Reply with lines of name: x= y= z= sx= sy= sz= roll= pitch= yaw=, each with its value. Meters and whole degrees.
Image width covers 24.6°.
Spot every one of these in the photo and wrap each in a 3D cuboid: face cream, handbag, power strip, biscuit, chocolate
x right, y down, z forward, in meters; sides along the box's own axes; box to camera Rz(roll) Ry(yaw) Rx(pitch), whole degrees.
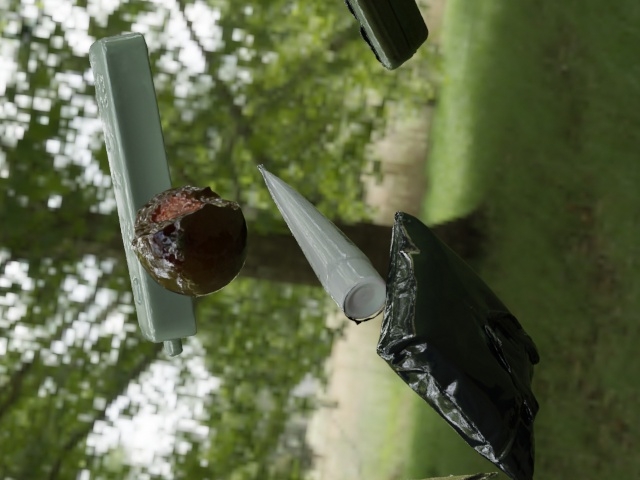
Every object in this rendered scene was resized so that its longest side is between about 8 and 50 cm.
face cream: x=0.000 y=0.000 z=1.651 sx=0.092 sy=0.058 sz=0.244 roll=50 pitch=-179 yaw=-42
handbag: x=0.138 y=0.102 z=1.425 sx=0.088 sy=0.211 sz=0.254 roll=-38 pitch=20 yaw=23
power strip: x=-0.209 y=-0.050 z=1.743 sx=0.091 sy=0.062 sz=0.385 roll=-178 pitch=78 yaw=-71
biscuit: x=0.054 y=-0.363 z=1.886 sx=0.099 sy=0.038 sz=0.322 roll=-45 pitch=-58 yaw=-27
chocolate: x=-0.140 y=-0.002 z=1.541 sx=0.124 sy=0.127 sz=0.133 roll=-46 pitch=-5 yaw=22

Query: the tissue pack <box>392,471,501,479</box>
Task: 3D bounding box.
tissue pack: x=0.121 y=0.363 z=1.496 sx=0.125 sy=0.159 sz=0.234 roll=-15 pitch=-89 yaw=-51
